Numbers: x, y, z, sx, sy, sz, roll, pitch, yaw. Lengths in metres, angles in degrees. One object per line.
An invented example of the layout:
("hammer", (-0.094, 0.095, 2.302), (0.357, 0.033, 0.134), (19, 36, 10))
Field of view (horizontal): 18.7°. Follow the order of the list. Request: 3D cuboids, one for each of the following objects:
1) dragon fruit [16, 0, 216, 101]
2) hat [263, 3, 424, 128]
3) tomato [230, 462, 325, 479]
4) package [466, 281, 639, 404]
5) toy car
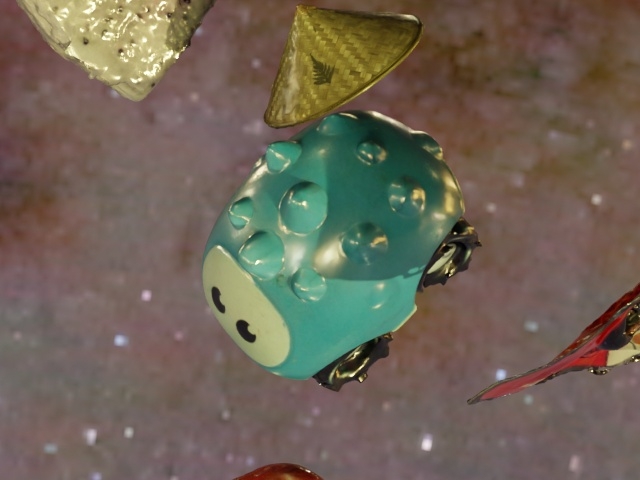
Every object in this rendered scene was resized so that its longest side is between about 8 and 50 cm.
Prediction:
("dragon fruit", (-0.167, -0.289, 1.721), (0.221, 0.283, 0.204), (33, -178, -16))
("hat", (0.001, -0.155, 1.487), (0.146, 0.067, 0.146), (-30, -160, 12))
("tomato", (-0.050, 0.329, 2.125), (0.151, 0.187, 0.187), (41, 179, -42))
("package", (0.249, 0.056, 1.434), (0.269, 0.194, 0.071), (-8, -120, -37))
("toy car", (0.000, 0.000, 1.691), (0.188, 0.255, 0.190), (50, -164, 23))
